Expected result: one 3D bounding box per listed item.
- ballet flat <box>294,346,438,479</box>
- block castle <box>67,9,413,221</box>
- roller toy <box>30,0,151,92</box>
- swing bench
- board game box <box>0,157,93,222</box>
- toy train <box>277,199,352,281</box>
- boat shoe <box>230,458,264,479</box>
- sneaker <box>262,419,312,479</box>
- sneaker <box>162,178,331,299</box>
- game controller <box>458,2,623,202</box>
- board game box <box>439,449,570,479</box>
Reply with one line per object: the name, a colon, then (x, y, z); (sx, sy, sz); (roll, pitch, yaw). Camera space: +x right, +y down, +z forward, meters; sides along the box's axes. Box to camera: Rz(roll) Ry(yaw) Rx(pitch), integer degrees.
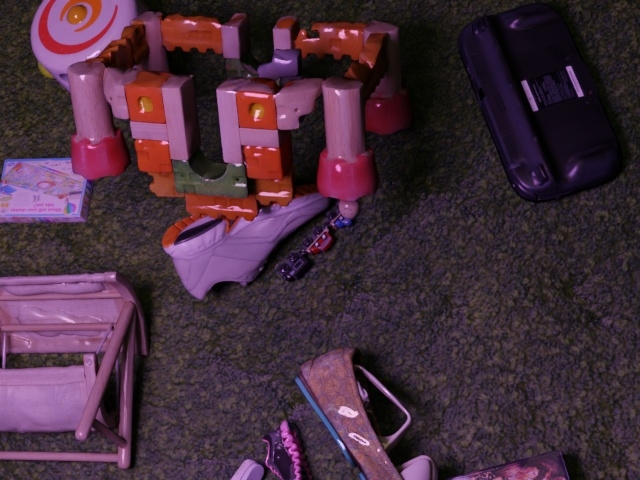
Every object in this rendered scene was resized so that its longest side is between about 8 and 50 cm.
ballet flat: (0.087, 0.286, 1.497); (0.123, 0.123, 0.348); (-32, 62, 1)
block castle: (-0.112, -0.180, 1.645); (0.453, 0.213, 0.303); (6, 31, 15)
roller toy: (-0.359, -0.331, 1.836); (0.209, 0.146, 0.191); (-47, 59, -5)
swing bench: (-0.398, 0.184, 1.646); (0.253, 0.165, 0.255); (-1, 63, 15)
board game box: (-0.443, -0.081, 1.835); (0.154, 0.026, 0.103); (0, 69, 15)
toy train: (0.000, 0.000, 1.682); (0.036, 0.027, 0.158); (40, 84, 21)
boat shoe: (-0.118, 0.347, 1.575); (0.035, 0.035, 0.100); (23, 79, 50)
sneaker: (-0.049, 0.310, 1.565); (0.057, 0.047, 0.119); (-24, 57, 12)
sneaker: (-0.099, -0.003, 1.684); (0.262, 0.121, 0.099); (-23, 25, -15)
game controller: (0.319, -0.209, 1.669); (0.166, 0.067, 0.319); (-14, 66, -6)
board game box: (0.260, 0.404, 1.441); (0.165, 0.042, 0.243); (-17, 65, 8)
